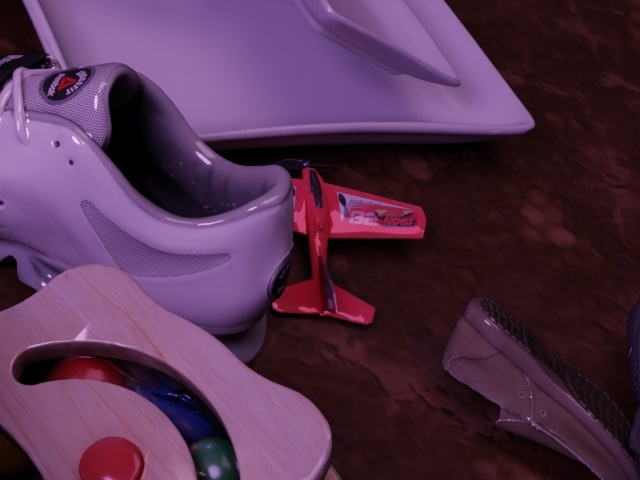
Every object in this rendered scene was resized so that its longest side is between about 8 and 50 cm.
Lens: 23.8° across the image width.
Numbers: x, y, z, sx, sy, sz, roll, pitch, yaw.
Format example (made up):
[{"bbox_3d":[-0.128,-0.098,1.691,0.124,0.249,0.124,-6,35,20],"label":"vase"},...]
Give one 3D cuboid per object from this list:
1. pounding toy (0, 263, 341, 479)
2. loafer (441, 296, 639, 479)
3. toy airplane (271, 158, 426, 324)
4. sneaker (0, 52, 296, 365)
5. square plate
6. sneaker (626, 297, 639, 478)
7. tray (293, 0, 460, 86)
[{"bbox_3d":[-0.066,0.148,0.715,0.269,0.155,0.154,33,67,25],"label":"pounding toy"},{"bbox_3d":[0.131,0.096,0.894,0.148,0.050,0.056,45,21,1],"label":"loafer"},{"bbox_3d":[0.000,0.000,0.950,0.151,0.028,0.151,13,40,-12],"label":"toy airplane"},{"bbox_3d":[-0.163,-0.057,0.841,0.330,0.146,0.122,22,40,-2],"label":"sneaker"},{"bbox_3d":[-0.066,-0.174,1.098,0.347,0.049,0.344,-4,46,-32],"label":"square plate"},{"bbox_3d":[0.220,0.104,0.876,0.106,0.078,0.234,43,27,-40],"label":"sneaker"},{"bbox_3d":[-0.008,-0.208,1.076,0.145,0.030,0.270,22,29,-46],"label":"tray"}]
